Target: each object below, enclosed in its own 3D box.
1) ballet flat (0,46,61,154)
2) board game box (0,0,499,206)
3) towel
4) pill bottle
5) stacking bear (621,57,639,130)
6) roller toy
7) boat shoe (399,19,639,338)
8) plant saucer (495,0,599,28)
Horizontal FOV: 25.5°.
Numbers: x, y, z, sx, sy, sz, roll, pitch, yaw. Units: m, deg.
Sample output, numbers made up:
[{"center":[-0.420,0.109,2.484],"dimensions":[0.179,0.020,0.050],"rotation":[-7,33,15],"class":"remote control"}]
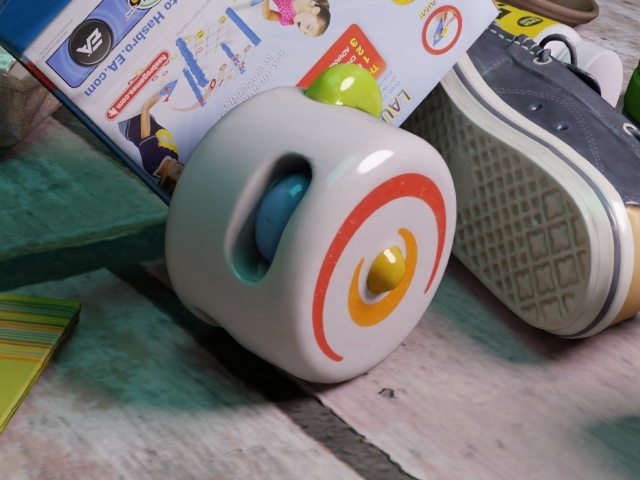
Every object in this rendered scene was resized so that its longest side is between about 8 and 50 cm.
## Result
[{"center":[-0.274,-0.185,1.396],"dimensions":[0.107,0.106,0.316],"rotation":[14,28,2],"class":"ballet flat"},{"center":[-0.047,-0.171,1.071],"dimensions":[0.308,0.302,0.086],"rotation":[-48,45,-6],"class":"board game box"},{"center":[-0.246,0.102,0.954],"dimensions":[0.102,0.021,0.237],"rotation":[5,28,10],"class":"towel"},{"center":[0.198,-0.180,1.466],"dimensions":[0.208,0.119,0.119],"rotation":[27,34,34],"class":"pill bottle"},{"center":[0.343,-0.145,1.242],"dimensions":[0.164,0.289,0.175],"rotation":[16,29,19],"class":"stacking bear"},{"center":[0.000,0.000,1.010],"dimensions":[0.146,0.209,0.191],"rotation":[28,48,34],"class":"roller toy"},{"center":[0.153,-0.092,1.234],"dimensions":[0.156,0.187,0.500],"rotation":[-4,34,-28],"class":"boat shoe"},{"center":[0.219,-0.339,1.771],"dimensions":[0.278,0.041,0.278],"rotation":[24,23,-11],"class":"plant saucer"}]
